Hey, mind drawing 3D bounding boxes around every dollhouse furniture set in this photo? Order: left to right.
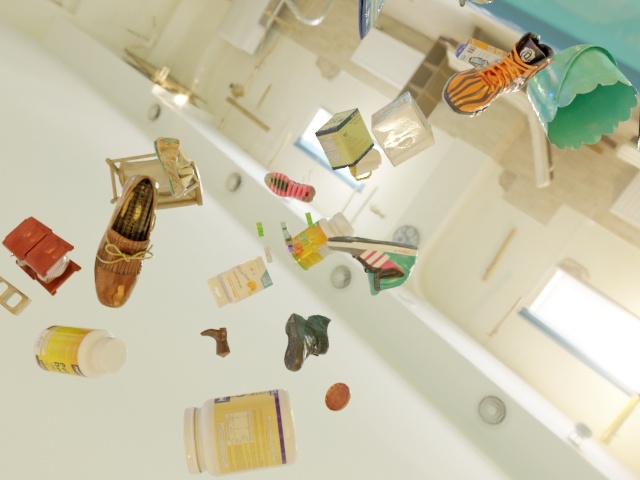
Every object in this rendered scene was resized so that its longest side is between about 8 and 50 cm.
[{"bbox_3d":[-0.851,0.135,1.641,0.152,0.374,0.201,39,157,1],"label":"dollhouse furniture set"}]

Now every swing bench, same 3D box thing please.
[{"bbox_3d":[-0.564,-0.199,2.076,0.253,0.165,0.254,-8,175,2],"label":"swing bench"}]

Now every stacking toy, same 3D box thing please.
[{"bbox_3d":[-0.101,-0.015,1.846,0.221,0.167,0.052,80,176,-59],"label":"stacking toy"}]

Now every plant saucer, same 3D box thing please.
[{"bbox_3d":[0.050,0.440,1.688,0.013,0.083,0.083,43,-178,-39],"label":"plant saucer"}]

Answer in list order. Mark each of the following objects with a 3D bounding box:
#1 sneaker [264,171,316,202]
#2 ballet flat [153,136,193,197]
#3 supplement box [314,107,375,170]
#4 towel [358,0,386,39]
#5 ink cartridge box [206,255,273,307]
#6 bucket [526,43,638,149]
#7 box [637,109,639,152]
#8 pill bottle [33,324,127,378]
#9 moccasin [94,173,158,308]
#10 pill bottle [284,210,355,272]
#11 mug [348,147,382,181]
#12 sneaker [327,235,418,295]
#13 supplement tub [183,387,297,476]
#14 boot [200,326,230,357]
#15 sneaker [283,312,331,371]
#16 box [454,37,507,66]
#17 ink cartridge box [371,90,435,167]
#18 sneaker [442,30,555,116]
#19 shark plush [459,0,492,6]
[{"bbox_3d":[-0.070,-0.111,1.249,0.119,0.047,0.057,21,-175,-32],"label":"sneaker"},{"bbox_3d":[-0.343,-0.172,1.452,0.206,0.067,0.073,87,174,-62],"label":"ballet flat"},{"bbox_3d":[0.047,-0.192,1.140,0.056,0.083,0.083,-5,123,43],"label":"supplement box"},{"bbox_3d":[0.160,-0.757,1.787,0.034,0.285,0.209,13,140,14],"label":"towel"},{"bbox_3d":[-0.255,0.133,1.915,0.062,0.181,0.104,-10,105,64],"label":"ink cartridge box"},{"bbox_3d":[0.754,-0.420,1.755,0.281,0.281,0.183,23,-138,-47],"label":"bucket"},{"bbox_3d":[0.723,-0.228,1.148,0.143,0.165,0.270,-2,-161,12],"label":"box"},{"bbox_3d":[-0.577,0.269,1.457,0.215,0.117,0.117,0,174,26],"label":"pill bottle"},{"bbox_3d":[-0.529,0.002,1.667,0.139,0.379,0.147,23,174,-20],"label":"moccasin"},{"bbox_3d":[0.000,0.000,2.245,0.136,0.246,0.136,53,-169,-14],"label":"pill bottle"},{"bbox_3d":[0.093,-0.168,1.281,0.078,0.064,0.062,133,121,-74],"label":"mug"},{"bbox_3d":[0.158,0.086,1.951,0.296,0.178,0.124,9,-172,9],"label":"sneaker"},{"bbox_3d":[-0.249,0.606,1.895,0.332,0.241,0.241,-6,-162,-6],"label":"supplement tub"},{"bbox_3d":[-0.397,0.390,2.273,0.037,0.107,0.114,88,171,-62],"label":"boot"},{"bbox_3d":[-0.018,0.186,1.096,0.089,0.051,0.170,29,-156,-19],"label":"sneaker"},{"bbox_3d":[0.466,-0.546,1.768,0.136,0.028,0.081,21,159,-8],"label":"box"},{"bbox_3d":[0.294,-0.404,2.173,0.168,0.171,0.232,54,-162,-18],"label":"ink cartridge box"},{"bbox_3d":[0.450,-0.427,1.494,0.124,0.321,0.180,55,153,4],"label":"sneaker"},{"bbox_3d":[0.345,-0.609,1.356,0.067,0.073,0.161,6,134,33],"label":"shark plush"}]
